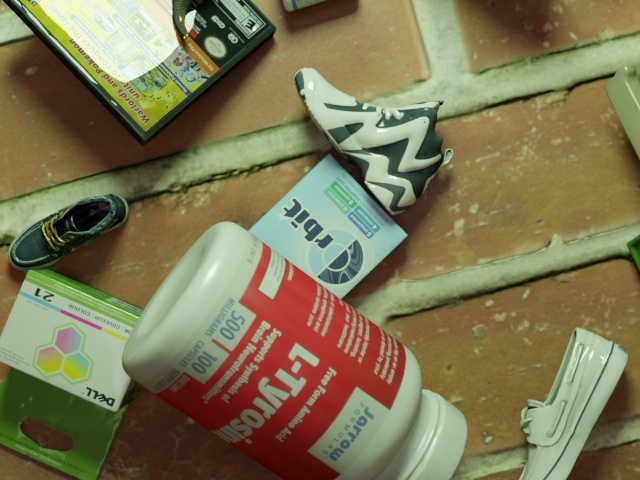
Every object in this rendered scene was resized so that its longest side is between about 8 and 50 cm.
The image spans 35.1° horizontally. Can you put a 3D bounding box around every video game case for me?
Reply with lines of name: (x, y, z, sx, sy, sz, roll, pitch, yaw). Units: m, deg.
video game case: (-0.241, -0.305, 1.358, 0.275, 0.035, 0.248, 46, 72, -1)

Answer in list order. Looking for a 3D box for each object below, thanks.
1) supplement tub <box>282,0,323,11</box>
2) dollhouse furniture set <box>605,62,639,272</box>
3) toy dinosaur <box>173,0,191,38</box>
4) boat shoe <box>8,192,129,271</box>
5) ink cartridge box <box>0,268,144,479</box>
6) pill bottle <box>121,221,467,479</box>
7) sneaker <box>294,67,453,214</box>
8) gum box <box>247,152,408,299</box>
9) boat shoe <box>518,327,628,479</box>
supplement tub: (-0.006, -0.359, 1.374, 0.107, 0.071, 0.071, -18, 90, 3)
dollhouse furniture set: (0.502, -0.095, 1.359, 0.198, 0.151, 0.301, -15, 72, -18)
toy dinosaur: (-0.181, -0.428, 1.319, 0.160, 0.121, 0.313, -11, 77, -3)
boat shoe: (-0.354, -0.014, 1.382, 0.183, 0.083, 0.065, -28, 89, 2)
ink cartridge box: (-0.348, 0.191, 1.376, 0.189, 0.097, 0.255, 23, 90, 2)
pill bottle: (-0.024, 0.178, 1.275, 0.408, 0.229, 0.229, 36, 92, -14)
sneaker: (0.084, -0.166, 1.360, 0.153, 0.094, 0.235, -39, 89, 1)
gum box: (0.000, 0.000, 1.389, 0.184, 0.041, 0.157, -43, 89, 3)
boat shoe: (0.312, 0.243, 1.353, 0.088, 0.096, 0.267, 30, 90, 6)
